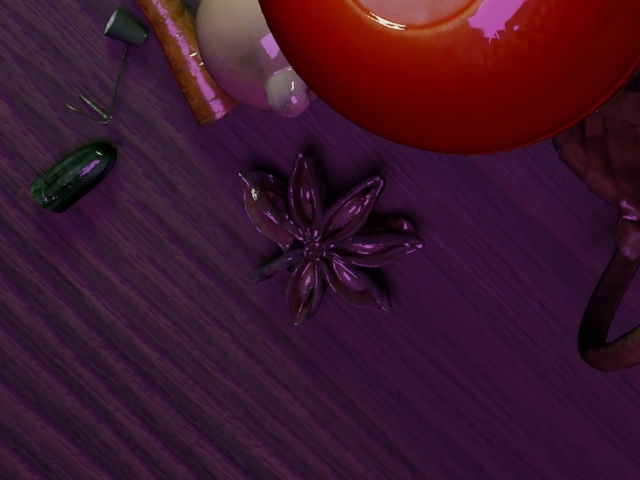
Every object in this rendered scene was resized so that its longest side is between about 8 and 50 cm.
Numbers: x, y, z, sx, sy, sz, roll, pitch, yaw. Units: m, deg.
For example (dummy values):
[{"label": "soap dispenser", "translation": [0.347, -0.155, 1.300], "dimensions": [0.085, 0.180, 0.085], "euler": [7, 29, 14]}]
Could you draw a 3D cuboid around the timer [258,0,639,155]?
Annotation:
[{"label": "timer", "translation": [0.122, -0.261, 1.652], "dimensions": [0.378, 0.279, 0.378], "euler": [3, 98, 20]}]

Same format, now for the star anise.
[{"label": "star anise", "translation": [0.015, -0.004, 2.071], "dimensions": [0.197, 0.073, 0.212], "euler": [1, 119, 12]}]

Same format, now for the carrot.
[{"label": "carrot", "translation": [-0.153, -0.222, 2.004], "dimensions": [0.061, 0.061, 0.210], "euler": [-25, 106, 19]}]

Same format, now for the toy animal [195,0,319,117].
[{"label": "toy animal", "translation": [-0.034, -0.253, 1.884], "dimensions": [0.229, 0.210, 0.221], "euler": [-38, 109, -1]}]

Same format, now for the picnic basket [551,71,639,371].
[{"label": "picnic basket", "translation": [0.352, -0.009, 1.857], "dimensions": [0.337, 0.293, 0.337], "euler": [1, 83, -13]}]

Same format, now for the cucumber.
[{"label": "cucumber", "translation": [-0.264, -0.072, 2.094], "dimensions": [0.105, 0.048, 0.048], "euler": [-36, 106, 22]}]

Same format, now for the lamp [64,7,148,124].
[{"label": "lamp", "translation": [-0.220, -0.183, 2.043], "dimensions": [0.054, 0.041, 0.121], "euler": [27, 113, -15]}]
